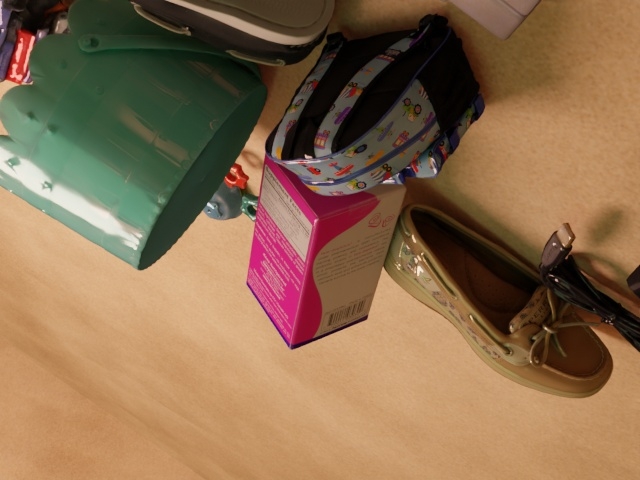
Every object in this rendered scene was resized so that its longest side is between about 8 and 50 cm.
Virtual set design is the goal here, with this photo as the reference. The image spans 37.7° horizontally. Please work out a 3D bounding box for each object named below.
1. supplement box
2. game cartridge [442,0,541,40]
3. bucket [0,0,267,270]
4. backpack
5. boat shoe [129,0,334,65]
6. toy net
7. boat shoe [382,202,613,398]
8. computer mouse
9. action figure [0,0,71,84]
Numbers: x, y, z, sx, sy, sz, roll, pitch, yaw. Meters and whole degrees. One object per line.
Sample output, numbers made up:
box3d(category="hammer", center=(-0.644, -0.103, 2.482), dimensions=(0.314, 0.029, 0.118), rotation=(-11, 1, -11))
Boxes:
box3d(category="supplement box", center=(0.000, 0.000, 1.029), dimensions=(0.114, 0.111, 0.220), rotation=(53, 148, 30))
box3d(category="game cartridge", center=(0.047, -0.314, 0.645), dimensions=(0.355, 0.068, 0.230), rotation=(37, 156, -2))
box3d(category="bucket", center=(-0.194, -0.116, 0.991), dimensions=(0.183, 0.281, 0.281), rotation=(34, 152, 0))
box3d(category="backpack", center=(0.044, -0.104, 0.838), dimensions=(0.158, 0.173, 0.117), rotation=(2, 136, 45))
box3d(category="boat shoe", center=(-0.137, -0.245, 0.857), dimensions=(0.303, 0.114, 0.091), rotation=(28, 161, -5))
box3d(category="toy net", center=(-0.063, -0.046, 1.185), dimensions=(0.232, 0.045, 0.122), rotation=(20, 136, 22))
box3d(category="boat shoe", center=(0.191, 0.066, 1.003), dimensions=(0.285, 0.104, 0.089), rotation=(33, 154, 8))
box3d(category="computer mouse", center=(0.311, 0.020, 0.863), dimensions=(0.184, 0.060, 0.262), rotation=(34, 159, 7))
box3d(category="action figure", center=(-0.389, -0.318, 1.056), dimensions=(0.330, 0.178, 0.341), rotation=(35, 133, -14))
